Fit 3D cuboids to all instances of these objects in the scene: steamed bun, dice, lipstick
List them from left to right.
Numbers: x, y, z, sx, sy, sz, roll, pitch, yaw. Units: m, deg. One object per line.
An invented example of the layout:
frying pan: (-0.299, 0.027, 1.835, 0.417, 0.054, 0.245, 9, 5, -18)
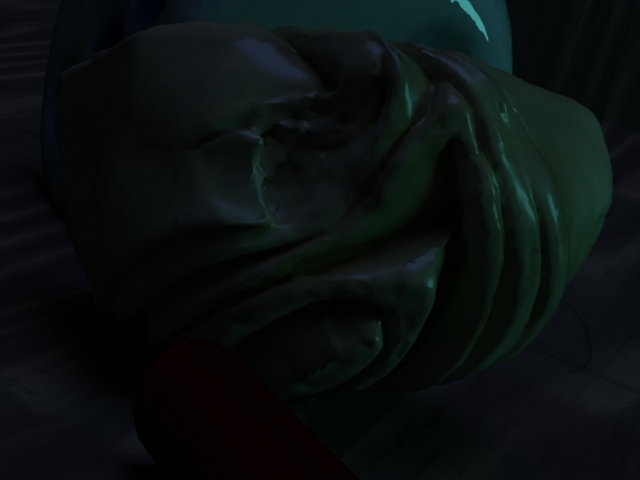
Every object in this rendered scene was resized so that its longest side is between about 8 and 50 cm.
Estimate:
dice: (-0.037, -0.117, 1.323, 0.268, 0.263, 0.264, 12, 15, -27)
lipstick: (-0.008, 0.126, 0.779, 0.073, 0.073, 0.279, 10, 16, -30)
steamed bun: (0.002, 0.000, 1.043, 0.289, 0.203, 0.276, 12, -12, -30)
